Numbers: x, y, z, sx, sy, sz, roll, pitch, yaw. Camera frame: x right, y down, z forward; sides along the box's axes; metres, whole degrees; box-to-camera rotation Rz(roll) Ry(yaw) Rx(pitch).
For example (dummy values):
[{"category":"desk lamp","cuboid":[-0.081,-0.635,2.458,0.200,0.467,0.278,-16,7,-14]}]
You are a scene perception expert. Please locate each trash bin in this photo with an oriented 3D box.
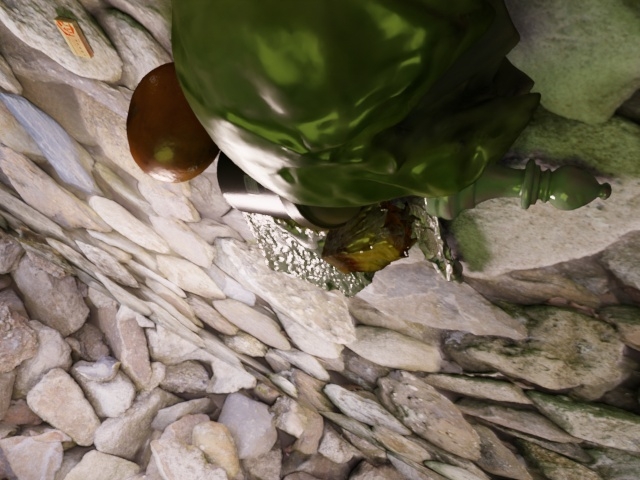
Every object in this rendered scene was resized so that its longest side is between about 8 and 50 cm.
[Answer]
[{"category":"trash bin","cuboid":[-0.031,-0.129,1.099,0.333,0.214,0.214,4,142,50]}]

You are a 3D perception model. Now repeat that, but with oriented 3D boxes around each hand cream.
[{"category":"hand cream","cuboid":[0.238,0.002,1.207,0.084,0.050,0.257,7,140,43]}]

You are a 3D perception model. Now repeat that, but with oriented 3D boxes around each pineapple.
[{"category":"pineapple","cuboid":[0.087,-0.019,1.132,0.114,0.186,0.236,38,-166,-25]}]

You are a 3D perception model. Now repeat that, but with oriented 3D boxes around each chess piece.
[{"category":"chess piece","cuboid":[0.310,-0.090,0.931,0.271,0.139,0.139,8,145,18]}]

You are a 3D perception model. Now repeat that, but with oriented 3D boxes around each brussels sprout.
[{"category":"brussels sprout","cuboid":[0.018,-0.229,0.669,0.360,0.343,0.425,-23,128,24]}]

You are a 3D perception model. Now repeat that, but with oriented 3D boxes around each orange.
[{"category":"orange","cuboid":[-0.282,-0.230,1.172,0.171,0.240,0.240,12,168,-39]}]

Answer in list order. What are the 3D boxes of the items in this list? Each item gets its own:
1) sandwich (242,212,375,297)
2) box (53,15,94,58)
[{"category":"sandwich","cuboid":[0.000,-0.001,1.347,0.325,0.131,0.262,16,147,25]},{"category":"box","cuboid":[-0.542,-0.447,1.302,0.058,0.015,0.093,21,150,24]}]
